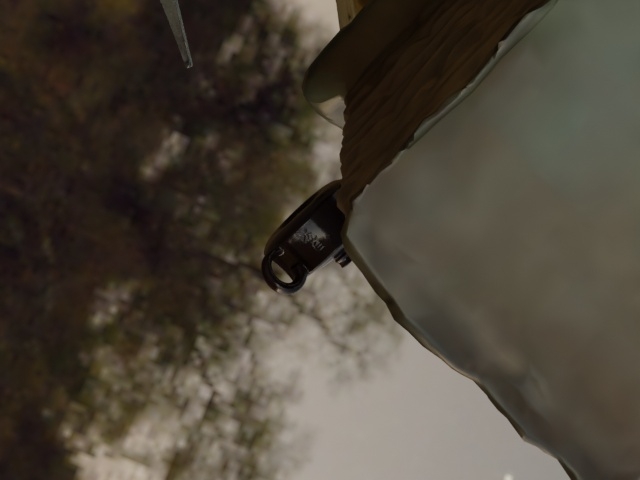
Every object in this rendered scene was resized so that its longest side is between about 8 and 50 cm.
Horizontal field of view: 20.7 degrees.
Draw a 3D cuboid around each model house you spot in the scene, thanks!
[{"bbox_3d":[0.245,-0.117,0.810,0.445,0.395,0.400,-48,-164,14],"label":"model house"}]

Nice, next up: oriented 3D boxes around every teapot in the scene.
[{"bbox_3d":[0.000,0.000,1.058,0.100,0.045,0.068,-49,-174,-38],"label":"teapot"}]

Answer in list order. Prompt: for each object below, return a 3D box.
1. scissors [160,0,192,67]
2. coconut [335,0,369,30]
[{"bbox_3d":[-0.126,-0.210,1.373,0.015,0.100,0.189,-54,144,-38],"label":"scissors"},{"bbox_3d":[0.147,-0.193,1.207,0.323,0.323,0.323,-157,-90,-83],"label":"coconut"}]
